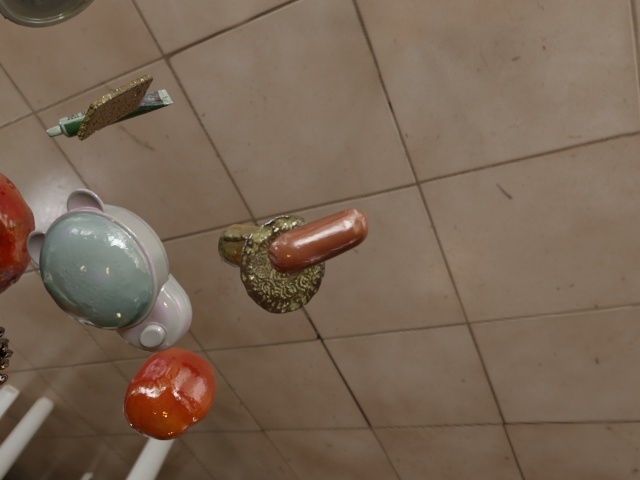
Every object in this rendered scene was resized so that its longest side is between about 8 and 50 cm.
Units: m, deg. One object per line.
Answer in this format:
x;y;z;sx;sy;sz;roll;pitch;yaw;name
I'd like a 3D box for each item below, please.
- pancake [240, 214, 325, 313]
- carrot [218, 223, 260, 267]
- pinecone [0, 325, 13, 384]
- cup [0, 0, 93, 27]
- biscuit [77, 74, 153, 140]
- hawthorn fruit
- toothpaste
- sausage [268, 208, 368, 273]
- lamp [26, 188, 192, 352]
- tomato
-0.072;0.047;1.023;0.199;0.199;0.021;51;161;-22;pancake
-0.142;0.046;1.453;0.301;0.139;0.139;24;130;7;carrot
-0.604;0.197;0.866;0.162;0.163;0.165;2;133;17;pinecone
-0.366;-0.375;0.549;0.185;0.241;0.226;-40;88;0;cup
-0.509;-0.336;1.281;0.025;0.231;0.131;42;128;-9;biscuit
-0.544;-0.003;0.774;0.271;0.242;0.242;8;133;42;hawthorn fruit
-0.662;-0.399;1.626;0.392;0.099;0.061;-23;140;-15;toothpaste
0.000;0.000;0.901;0.194;0.077;0.077;-21;128;-17;sausage
-0.285;0.060;0.706;0.179;0.108;0.246;-33;104;28;lamp
-0.406;0.405;1.393;0.259;0.260;0.180;-9;127;24;tomato
